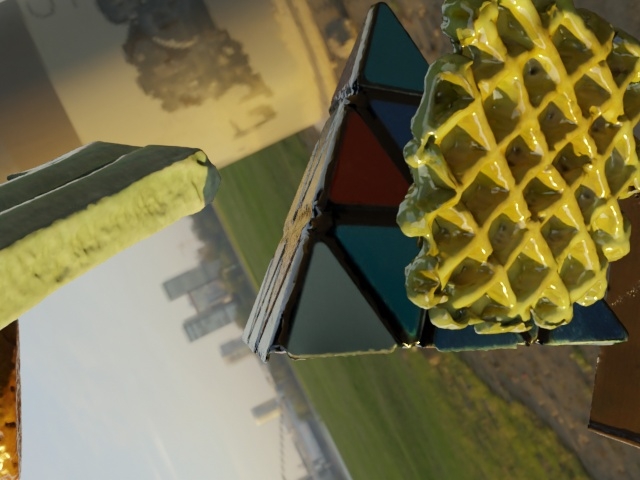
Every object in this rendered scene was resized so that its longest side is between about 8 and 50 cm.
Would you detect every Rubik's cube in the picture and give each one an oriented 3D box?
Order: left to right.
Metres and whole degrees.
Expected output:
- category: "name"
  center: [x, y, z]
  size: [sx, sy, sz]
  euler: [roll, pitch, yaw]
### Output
- category: "Rubik's cube"
  center: [0.000, 0.000, 0.676]
  size: [0.234, 0.284, 0.250]
  euler: [-34, 66, 48]

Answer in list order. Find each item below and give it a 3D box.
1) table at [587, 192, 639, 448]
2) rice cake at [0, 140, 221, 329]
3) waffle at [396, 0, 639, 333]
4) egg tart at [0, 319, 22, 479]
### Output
- category: "table"
  center: [0.407, 0.042, 0.947]
  size: [0.196, 0.250, 0.282]
  euler: [17, 124, 31]
- category: "rice cake"
  center: [-0.137, 0.000, 0.427]
  size: [0.226, 0.085, 0.040]
  euler: [-38, -53, -54]
- category: "waffle"
  center: [0.104, -0.036, 0.478]
  size: [0.036, 0.183, 0.169]
  euler: [16, 97, 47]
- category: "egg tart"
  center: [-0.337, 0.130, 0.811]
  size: [0.215, 0.171, 0.215]
  euler: [178, 90, -75]
